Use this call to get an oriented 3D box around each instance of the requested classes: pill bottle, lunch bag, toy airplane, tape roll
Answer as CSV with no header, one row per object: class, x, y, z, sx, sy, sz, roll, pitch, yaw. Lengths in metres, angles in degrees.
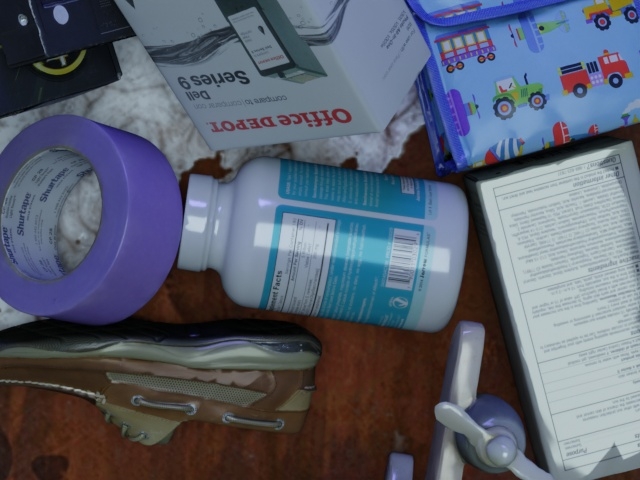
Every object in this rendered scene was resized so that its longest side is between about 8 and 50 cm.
pill bottle,0.000,0.000,1.836,0.264,0.146,0.146,9,95,-4
lunch bag,0.186,-0.230,1.840,0.221,0.138,0.293,-16,90,-4
toy airplane,0.104,0.325,1.765,0.272,0.384,0.386,10,139,17
tape roll,-0.225,-0.018,1.801,0.189,0.080,0.189,-8,76,35

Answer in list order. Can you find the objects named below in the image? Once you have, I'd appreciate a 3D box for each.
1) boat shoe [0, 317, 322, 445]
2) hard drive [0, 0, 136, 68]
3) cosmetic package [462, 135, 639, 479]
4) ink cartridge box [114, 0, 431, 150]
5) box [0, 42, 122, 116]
boat shoe,-0.161,0.139,1.854,0.324,0.122,0.120,2,99,-3
hard drive,-0.236,-0.342,1.756,0.064,0.237,0.339,-10,100,39
cosmetic package,0.254,0.067,1.876,0.160,0.113,0.309,-14,97,-2
ink cartridge box,-0.062,-0.228,1.719,0.289,0.211,0.121,58,46,-32
box,-0.383,-0.239,1.697,0.395,0.097,0.318,-22,96,-46
